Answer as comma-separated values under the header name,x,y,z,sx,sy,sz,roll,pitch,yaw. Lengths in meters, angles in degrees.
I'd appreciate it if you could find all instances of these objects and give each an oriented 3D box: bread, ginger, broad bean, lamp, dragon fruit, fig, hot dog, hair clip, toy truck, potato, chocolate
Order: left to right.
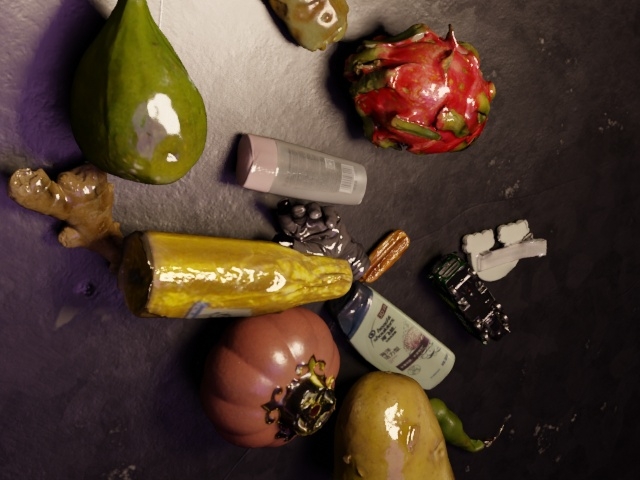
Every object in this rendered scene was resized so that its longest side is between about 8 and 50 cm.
name,x,y,z,sx,sy,sz,roll,pitch,yaw
ginger,-0.402,-0.040,1.556,0.148,0.081,0.334,-54,138,-20
fig,-0.281,-0.252,1.464,0.233,0.233,0.314,17,90,-34
chocolate,-0.136,0.064,1.634,0.445,0.162,0.162,3,108,-31
lamp,-0.085,0.276,1.759,0.305,0.239,0.305,-27,131,-35
bread,-0.030,-0.452,1.610,0.128,0.088,0.232,-45,120,-16
hot dog,0.134,0.035,1.925,0.144,0.038,0.062,-46,128,-4
potato,0.189,0.444,2.001,0.397,0.290,0.296,14,81,-50
dragon fruit,0.190,-0.285,1.719,0.302,0.237,0.231,9,84,-22
broad bean,0.332,0.458,2.203,0.318,0.056,0.098,27,88,-40
toy truck,0.337,0.133,2.031,0.088,0.121,0.259,-44,125,-7
hair clip,0.427,0.029,2.088,0.220,0.054,0.140,-15,120,-22

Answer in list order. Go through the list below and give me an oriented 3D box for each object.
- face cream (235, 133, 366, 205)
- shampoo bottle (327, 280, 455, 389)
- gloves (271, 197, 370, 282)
name,x,y,z,sx,sy,sz,roll,pitch,yaw
face cream,-0.036,-0.133,1.732,0.269,0.073,0.107,9,73,-34
shampoo bottle,0.151,0.220,1.985,0.134,0.078,0.359,-50,126,4
gloves,-0.003,-0.001,1.787,0.142,0.119,0.285,-50,140,-6
